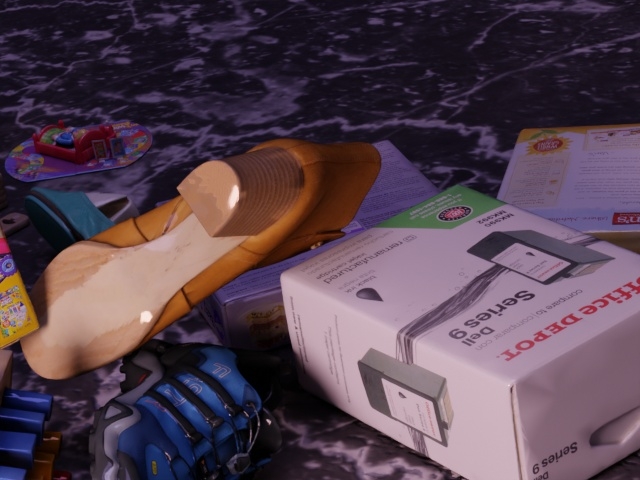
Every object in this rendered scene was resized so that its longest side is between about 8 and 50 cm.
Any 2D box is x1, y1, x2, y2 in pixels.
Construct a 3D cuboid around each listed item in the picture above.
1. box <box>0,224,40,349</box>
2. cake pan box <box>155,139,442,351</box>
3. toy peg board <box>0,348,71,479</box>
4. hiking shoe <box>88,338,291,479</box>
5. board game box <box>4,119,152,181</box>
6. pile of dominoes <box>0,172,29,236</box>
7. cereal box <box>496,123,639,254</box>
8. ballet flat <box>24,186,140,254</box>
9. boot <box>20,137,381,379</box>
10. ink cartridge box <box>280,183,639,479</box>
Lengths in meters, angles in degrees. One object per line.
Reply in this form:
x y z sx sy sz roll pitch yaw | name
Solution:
-0.395 -0.060 1.592 0.177 0.279 0.290 -27 36 -17 | box
0.000 0.000 1.862 0.267 0.070 0.246 -17 29 -15 | cake pan box
-0.223 0.192 1.462 0.079 0.161 0.161 8 27 -1 | toy peg board
-0.099 0.156 1.526 0.132 0.113 0.304 -6 26 7 | hiking shoe
-0.275 -0.115 2.216 0.168 0.033 0.133 -9 26 0 | board game box
-0.447 -0.011 2.055 0.196 0.040 0.251 16 35 40 | pile of dominoes
0.260 -0.043 1.885 0.173 0.047 0.240 -1 28 16 | cereal box
-0.199 0.002 1.897 0.087 0.083 0.247 -32 38 -16 | ballet flat
-0.092 0.017 1.625 0.295 0.104 0.211 -38 -18 30 | boot
0.141 0.077 1.598 0.211 0.121 0.289 -27 31 -30 | ink cartridge box
